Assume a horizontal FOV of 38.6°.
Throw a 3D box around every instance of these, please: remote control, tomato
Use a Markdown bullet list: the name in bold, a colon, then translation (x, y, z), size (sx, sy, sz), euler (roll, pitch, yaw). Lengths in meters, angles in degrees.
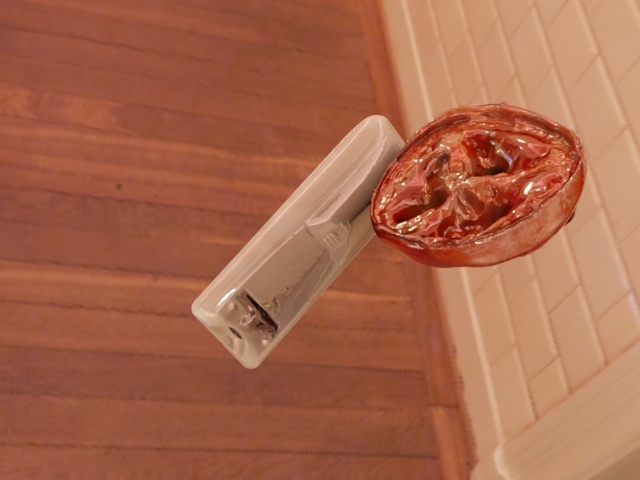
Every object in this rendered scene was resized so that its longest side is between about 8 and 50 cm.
- **remote control**: translation (0.000, 0.000, 1.018), size (0.313, 0.055, 0.109), euler (-48, 120, -16)
- **tomato**: translation (0.166, -0.042, 0.954), size (0.228, 0.101, 0.228), euler (-16, 37, 12)
